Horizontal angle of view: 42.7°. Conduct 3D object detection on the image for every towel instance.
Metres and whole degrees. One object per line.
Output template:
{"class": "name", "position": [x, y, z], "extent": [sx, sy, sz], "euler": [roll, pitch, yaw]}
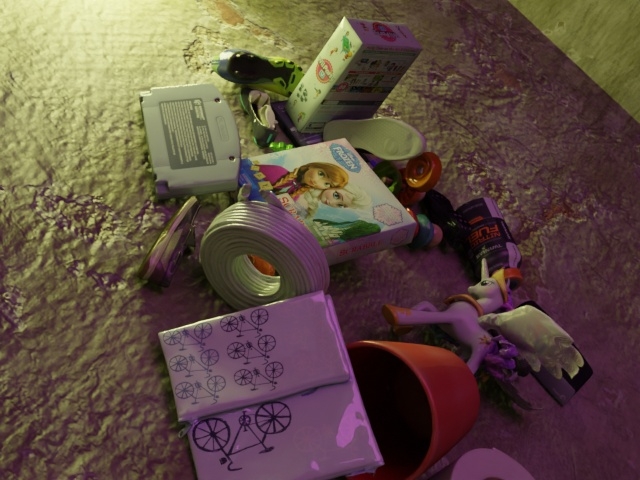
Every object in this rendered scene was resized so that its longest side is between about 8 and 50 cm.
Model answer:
{"class": "towel", "position": [0.154, -0.203, 2.197], "extent": [0.083, 0.009, 0.060], "euler": [49, 41, 10]}

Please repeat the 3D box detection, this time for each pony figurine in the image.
{"class": "pony figurine", "position": [0.349, 0.223, 1.785], "extent": [0.363, 0.303, 0.351], "euler": [-20, 64, -29]}

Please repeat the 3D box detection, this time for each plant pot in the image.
{"class": "plant pot", "position": [0.160, 0.311, 1.546], "extent": [0.243, 0.275, 0.275], "euler": [0, 53, -52]}

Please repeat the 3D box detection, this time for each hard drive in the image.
{"class": "hard drive", "position": [0.567, 0.272, 2.053], "extent": [0.172, 0.054, 0.255], "euler": [-24, 71, -48]}

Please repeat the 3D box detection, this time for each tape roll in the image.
{"class": "tape roll", "position": [0.286, 0.527, 1.498], "extent": [0.246, 0.169, 0.246], "euler": [22, 42, -21]}

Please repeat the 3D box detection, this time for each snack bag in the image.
{"class": "snack bag", "position": [-0.090, 0.273, 1.412], "extent": [0.323, 0.037, 0.343], "euler": [-13, 63, -10]}

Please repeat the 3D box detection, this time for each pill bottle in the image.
{"class": "pill bottle", "position": [0.440, 0.019, 2.126], "extent": [0.130, 0.130, 0.246], "euler": [8, 49, -34]}

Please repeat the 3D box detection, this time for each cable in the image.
{"class": "cable", "position": [-0.107, 0.046, 1.563], "extent": [0.257, 0.257, 0.089], "euler": [39, 45, -4]}

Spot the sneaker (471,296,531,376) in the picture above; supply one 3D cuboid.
{"class": "sneaker", "position": [0.423, 0.225, 1.970], "extent": [0.106, 0.078, 0.234], "euler": [-10, 67, -27]}

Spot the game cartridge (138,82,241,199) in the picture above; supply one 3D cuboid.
{"class": "game cartridge", "position": [-0.277, -0.218, 1.775], "extent": [0.198, 0.062, 0.297], "euler": [-5, 55, -17]}

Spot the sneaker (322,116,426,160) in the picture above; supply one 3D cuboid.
{"class": "sneaker", "position": [0.163, -0.261, 2.053], "extent": [0.295, 0.105, 0.147], "euler": [12, 15, 38]}

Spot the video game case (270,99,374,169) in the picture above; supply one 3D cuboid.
{"class": "video game case", "position": [0.004, -0.260, 2.119], "extent": [0.196, 0.026, 0.274], "euler": [-20, 67, -47]}

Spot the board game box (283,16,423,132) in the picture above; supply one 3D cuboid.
{"class": "board game box", "position": [0.081, -0.406, 2.056], "extent": [0.224, 0.303, 0.097], "euler": [-8, 59, -43]}

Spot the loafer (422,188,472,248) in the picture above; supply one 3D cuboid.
{"class": "loafer", "position": [0.313, -0.064, 2.148], "extent": [0.076, 0.078, 0.223], "euler": [14, 29, -35]}

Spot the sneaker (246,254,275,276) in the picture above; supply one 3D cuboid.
{"class": "sneaker", "position": [-0.158, 0.024, 1.693], "extent": [0.067, 0.064, 0.175], "euler": [-11, 45, -46]}

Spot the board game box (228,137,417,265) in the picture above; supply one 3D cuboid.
{"class": "board game box", "position": [-0.006, -0.083, 1.793], "extent": [0.318, 0.066, 0.319], "euler": [-15, 50, -27]}

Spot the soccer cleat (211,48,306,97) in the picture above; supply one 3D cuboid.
{"class": "soccer cleat", "position": [-0.151, -0.431, 2.100], "extent": [0.121, 0.093, 0.289], "euler": [16, 7, 43]}

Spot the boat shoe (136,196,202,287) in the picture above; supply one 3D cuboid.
{"class": "boat shoe", "position": [-0.281, 0.006, 1.605], "extent": [0.073, 0.080, 0.223], "euler": [38, 44, -13]}

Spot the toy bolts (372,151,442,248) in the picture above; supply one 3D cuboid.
{"class": "toy bolts", "position": [0.255, -0.095, 2.050], "extent": [0.158, 0.218, 0.229], "euler": [14, 64, -42]}

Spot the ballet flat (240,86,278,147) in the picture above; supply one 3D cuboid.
{"class": "ballet flat", "position": [-0.145, -0.320, 2.018], "extent": [0.074, 0.074, 0.203], "euler": [8, 49, -34]}

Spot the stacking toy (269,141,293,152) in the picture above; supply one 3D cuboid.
{"class": "stacking toy", "position": [-0.026, -0.135, 1.947], "extent": [0.221, 0.052, 0.167], "euler": [16, 50, -14]}
